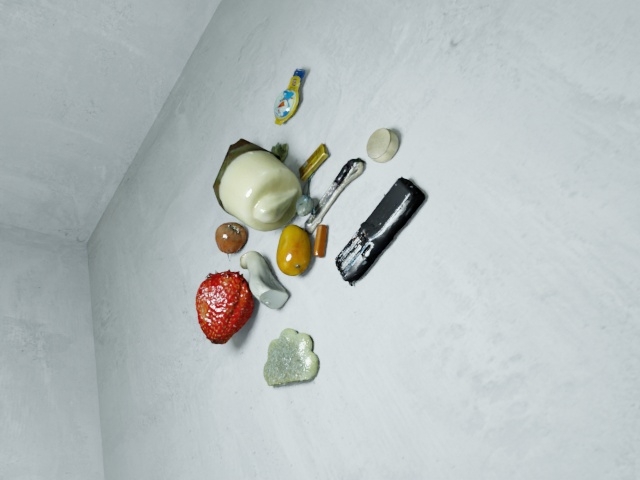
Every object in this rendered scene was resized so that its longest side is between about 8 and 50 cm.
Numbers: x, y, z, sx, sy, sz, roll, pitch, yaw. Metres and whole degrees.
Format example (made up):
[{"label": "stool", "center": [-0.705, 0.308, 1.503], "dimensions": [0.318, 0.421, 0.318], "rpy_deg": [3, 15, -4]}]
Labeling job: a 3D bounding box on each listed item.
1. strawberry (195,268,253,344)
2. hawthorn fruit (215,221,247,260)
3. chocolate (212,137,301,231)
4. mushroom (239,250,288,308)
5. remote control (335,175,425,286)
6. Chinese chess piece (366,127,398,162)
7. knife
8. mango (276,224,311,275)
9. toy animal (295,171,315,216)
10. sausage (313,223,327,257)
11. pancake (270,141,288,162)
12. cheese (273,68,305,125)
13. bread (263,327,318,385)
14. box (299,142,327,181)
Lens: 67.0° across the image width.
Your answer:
[{"label": "strawberry", "center": [-0.393, 0.280, 1.983], "dimensions": [0.238, 0.250, 0.289], "rpy_deg": [-27, 40, 42]}, {"label": "hawthorn fruit", "center": [-0.427, 0.000, 2.219], "dimensions": [0.189, 0.149, 0.149], "rpy_deg": [-48, 45, 18]}, {"label": "chocolate", "center": [-0.220, -0.203, 1.959], "dimensions": [0.297, 0.314, 0.326], "rpy_deg": [24, 91, 42]}, {"label": "mushroom", "center": [-0.240, 0.145, 1.951], "dimensions": [0.122, 0.159, 0.329], "rpy_deg": [-26, 41, -10]}, {"label": "remote control", "center": [0.181, -0.032, 1.611], "dimensions": [0.399, 0.062, 0.145], "rpy_deg": [-54, 42, 19]}, {"label": "Chinese chess piece", "center": [0.218, -0.334, 1.699], "dimensions": [0.122, 0.051, 0.122], "rpy_deg": [-20, 62, 44]}, {"label": "knife", "center": [0.040, -0.171, 1.840], "dimensions": [0.365, 0.043, 0.089], "rpy_deg": [-52, 38, 23]}, {"label": "mango", "center": [-0.102, 0.031, 1.862], "dimensions": [0.151, 0.120, 0.221], "rpy_deg": [-26, 50, 42]}, {"label": "toy animal", "center": [-0.053, -0.169, 1.914], "dimensions": [0.079, 0.070, 0.253], "rpy_deg": [-25, 30, 25]}, {"label": "sausage", "center": [0.000, 0.000, 1.818], "dimensions": [0.039, 0.041, 0.131], "rpy_deg": [152, 127, -65]}, {"label": "pancake", "center": [-0.196, -0.392, 2.208], "dimensions": [0.129, 0.022, 0.116], "rpy_deg": [20, 93, 50]}, {"label": "cheese", "center": [-0.143, -0.657, 2.215], "dimensions": [0.177, 0.069, 0.271], "rpy_deg": [32, 100, 49]}, {"label": "bread", "center": [-0.120, 0.425, 1.779], "dimensions": [0.286, 0.056, 0.208], "rpy_deg": [-27, 58, 38]}, {"label": "box", "center": [-0.031, -0.320, 1.980], "dimensions": [0.156, 0.022, 0.089], "rpy_deg": [-46, 30, 25]}]
